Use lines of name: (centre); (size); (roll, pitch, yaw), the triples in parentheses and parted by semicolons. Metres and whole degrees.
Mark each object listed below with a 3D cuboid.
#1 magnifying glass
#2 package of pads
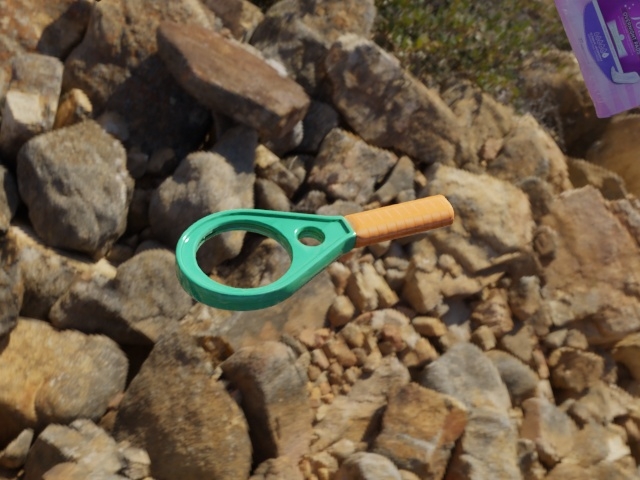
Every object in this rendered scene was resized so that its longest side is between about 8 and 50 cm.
magnifying glass: (0.000, 0.000, 0.675); (0.230, 0.026, 0.092); (-15, 47, -22)
package of pads: (0.151, -0.108, 0.436); (0.083, 0.050, 0.032); (64, 34, -13)
